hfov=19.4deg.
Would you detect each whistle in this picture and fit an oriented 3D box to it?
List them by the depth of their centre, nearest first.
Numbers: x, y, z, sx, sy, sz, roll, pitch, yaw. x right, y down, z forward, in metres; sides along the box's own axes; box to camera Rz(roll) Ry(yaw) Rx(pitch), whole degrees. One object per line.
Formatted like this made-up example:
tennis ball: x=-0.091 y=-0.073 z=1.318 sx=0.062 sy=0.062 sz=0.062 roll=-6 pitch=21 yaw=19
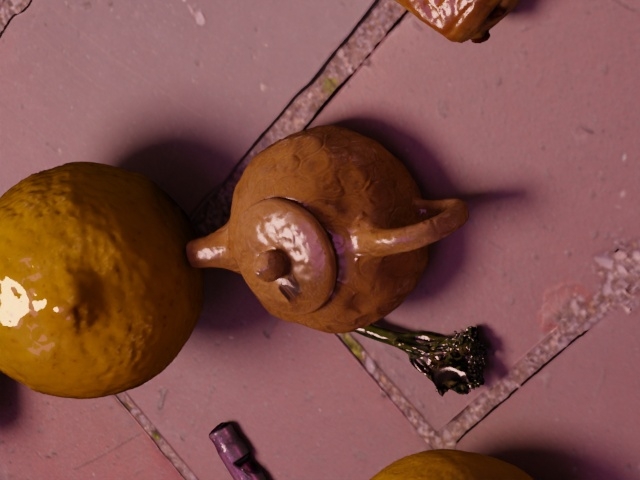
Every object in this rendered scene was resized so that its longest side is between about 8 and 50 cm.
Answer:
whistle: x=-0.070 y=0.283 z=2.095 sx=0.033 sy=0.033 sz=0.176 roll=-30 pitch=92 yaw=42

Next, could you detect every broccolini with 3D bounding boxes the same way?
broccolini: x=0.065 y=0.095 z=1.909 sx=0.254 sy=0.071 sz=0.057 roll=20 pitch=164 yaw=36

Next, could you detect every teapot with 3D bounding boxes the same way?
teapot: x=0.000 y=0.000 z=1.811 sx=0.311 sy=0.167 sz=0.203 roll=-4 pitch=109 yaw=38

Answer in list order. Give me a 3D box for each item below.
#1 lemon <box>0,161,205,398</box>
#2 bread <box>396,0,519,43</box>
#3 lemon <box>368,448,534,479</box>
lemon: x=-0.245 y=0.039 z=1.949 sx=0.253 sy=0.310 sz=0.254 roll=1 pitch=97 yaw=4
bread: x=0.105 y=-0.311 z=1.630 sx=0.235 sy=0.099 sz=0.210 roll=42 pitch=133 yaw=6
lemon: x=0.121 y=0.322 z=1.842 sx=0.219 sy=0.240 sz=0.240 roll=2 pitch=114 yaw=59
